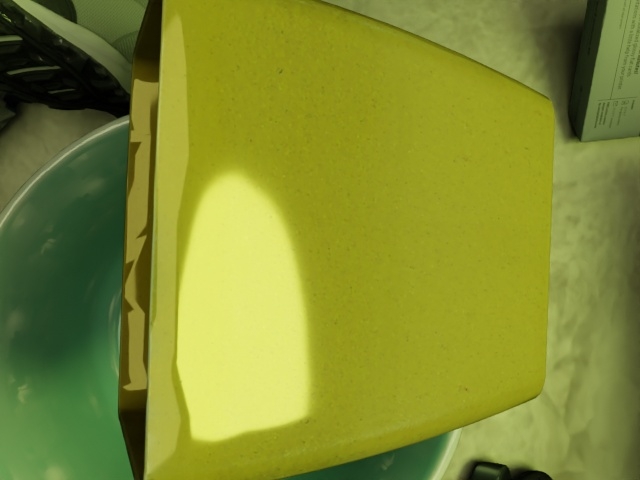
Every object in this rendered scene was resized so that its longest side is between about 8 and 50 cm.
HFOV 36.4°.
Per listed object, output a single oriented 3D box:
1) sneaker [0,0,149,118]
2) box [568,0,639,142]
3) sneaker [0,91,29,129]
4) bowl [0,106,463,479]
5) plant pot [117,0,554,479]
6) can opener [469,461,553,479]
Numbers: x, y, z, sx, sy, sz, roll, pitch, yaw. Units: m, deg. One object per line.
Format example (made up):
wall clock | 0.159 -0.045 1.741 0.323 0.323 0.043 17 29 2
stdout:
sneaker | -0.132 -0.134 0.632 0.100 0.271 0.108 3 83 33
box | 0.280 -0.142 0.688 0.186 0.145 0.038 -7 48 -3
sneaker | -0.312 -0.135 0.686 0.315 0.127 0.182 -42 87 -8
bowl | -0.066 0.070 0.661 0.312 0.163 0.311 0 90 -2
plant pot | 0.000 0.000 0.492 0.187 0.212 0.212 3 89 -15
can opener | 0.142 0.260 0.725 0.059 0.073 0.186 2 93 -40
